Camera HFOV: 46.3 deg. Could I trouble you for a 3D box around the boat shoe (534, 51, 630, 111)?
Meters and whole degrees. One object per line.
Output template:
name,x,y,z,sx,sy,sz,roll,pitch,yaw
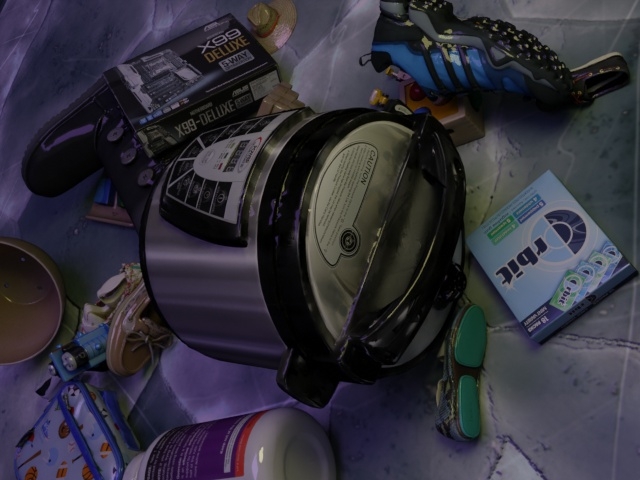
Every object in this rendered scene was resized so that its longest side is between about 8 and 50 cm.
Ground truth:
boat shoe,0.368,-0.217,1.057,0.133,0.049,0.042,-25,48,24

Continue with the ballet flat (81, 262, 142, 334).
ballet flat,-0.443,0.133,1.555,0.241,0.077,0.091,-50,48,11

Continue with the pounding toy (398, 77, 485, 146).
pounding toy,0.195,-0.226,1.170,0.141,0.100,0.130,-18,60,33

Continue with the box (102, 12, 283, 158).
box,-0.260,-0.323,1.520,0.307,0.076,0.242,-28,49,-9

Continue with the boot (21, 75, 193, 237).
boot,-0.431,-0.130,1.590,0.367,0.146,0.445,-48,56,7

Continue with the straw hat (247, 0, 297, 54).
straw hat,-0.121,-0.465,1.572,0.144,0.061,0.144,-18,60,33

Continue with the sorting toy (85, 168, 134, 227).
sorting toy,-0.412,-0.141,1.679,0.307,0.041,0.229,9,77,42

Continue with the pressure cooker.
pressure cooker,0.004,0.001,1.035,0.420,0.376,0.369,1,103,44

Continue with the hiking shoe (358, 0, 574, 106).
hiking shoe,0.211,-0.254,1.077,0.304,0.113,0.132,31,126,17

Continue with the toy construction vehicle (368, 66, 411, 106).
toy construction vehicle,0.134,-0.251,1.285,0.098,0.035,0.085,32,103,46

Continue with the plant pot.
plant pot,-0.697,0.112,1.678,0.284,0.284,0.191,-51,11,10

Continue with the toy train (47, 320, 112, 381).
toy train,-0.439,0.208,1.458,0.105,0.184,0.080,-27,91,46

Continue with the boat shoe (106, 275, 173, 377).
boat shoe,-0.315,0.132,1.429,0.089,0.105,0.285,15,79,42

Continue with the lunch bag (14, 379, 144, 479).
lunch bag,-0.451,0.415,1.410,0.243,0.115,0.303,-52,48,5

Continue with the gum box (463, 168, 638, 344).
gum box,0.303,0.020,1.007,0.157,0.041,0.184,-41,50,18

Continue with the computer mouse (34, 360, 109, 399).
computer mouse,-0.525,0.294,1.552,0.193,0.106,0.042,-35,70,38

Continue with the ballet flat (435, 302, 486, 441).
ballet flat,0.185,0.178,1.022,0.070,0.070,0.188,-8,62,38

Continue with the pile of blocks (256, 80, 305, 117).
pile of blocks,-0.108,-0.108,1.386,0.113,0.149,0.362,29,103,1

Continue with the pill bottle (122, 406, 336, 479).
pill bottle,-0.147,0.362,1.130,0.323,0.181,0.181,-18,60,33
